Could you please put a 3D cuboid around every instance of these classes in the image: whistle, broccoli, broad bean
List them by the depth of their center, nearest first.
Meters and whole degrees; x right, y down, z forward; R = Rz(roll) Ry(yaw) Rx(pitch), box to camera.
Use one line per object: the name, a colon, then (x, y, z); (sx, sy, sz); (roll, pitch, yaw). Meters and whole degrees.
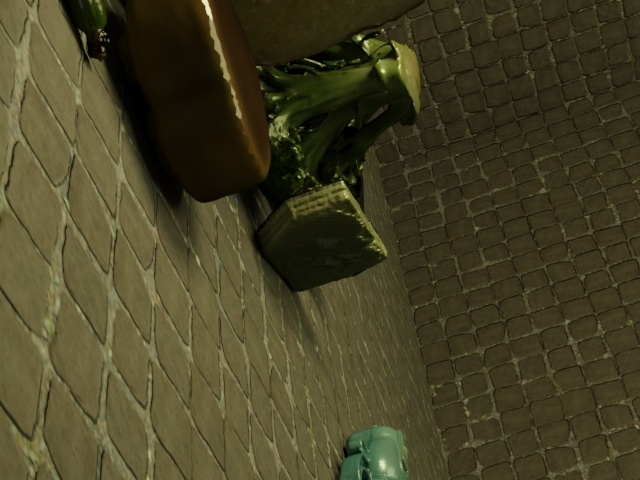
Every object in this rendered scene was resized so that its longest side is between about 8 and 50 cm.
broad bean: (-0.242, -0.311, 1.146); (0.060, 0.043, 0.298); (109, -35, -84)
broccoli: (-0.008, -0.208, 1.701); (0.304, 0.283, 0.321); (26, 59, -59)
whistle: (0.082, 0.351, 1.749); (0.274, 0.093, 0.186); (-89, 160, -59)

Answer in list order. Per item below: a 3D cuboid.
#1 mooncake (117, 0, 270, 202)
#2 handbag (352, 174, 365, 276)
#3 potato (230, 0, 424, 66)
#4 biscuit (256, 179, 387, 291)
mooncake: (-0.130, -0.165, 1.319); (0.235, 0.117, 0.235); (-18, 90, -85)
handbag: (-0.014, -0.102, 2.023); (0.285, 0.113, 0.257); (-90, 156, -45)
potato: (-0.055, -0.442, 1.474); (0.442, 0.385, 0.319); (10, 46, -42)
biscuit: (0.000, 0.000, 1.729); (0.252, 0.150, 0.052); (56, 16, -65)
